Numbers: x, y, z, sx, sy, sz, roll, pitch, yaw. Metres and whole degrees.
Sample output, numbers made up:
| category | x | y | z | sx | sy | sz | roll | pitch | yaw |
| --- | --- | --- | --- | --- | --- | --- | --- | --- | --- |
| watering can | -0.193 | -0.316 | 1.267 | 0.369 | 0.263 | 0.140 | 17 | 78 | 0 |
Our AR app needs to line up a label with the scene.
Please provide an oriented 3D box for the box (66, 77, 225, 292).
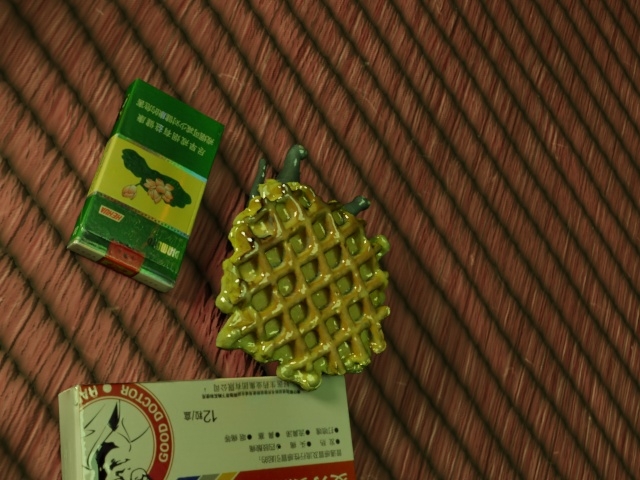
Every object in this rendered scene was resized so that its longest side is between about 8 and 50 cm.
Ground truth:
| category | x | y | z | sx | sy | sz | roll | pitch | yaw |
| --- | --- | --- | --- | --- | --- | --- | --- | --- | --- |
| box | -0.206 | -0.068 | 1.188 | 0.132 | 0.034 | 0.235 | 27 | 61 | -26 |

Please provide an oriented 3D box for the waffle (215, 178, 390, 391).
| category | x | y | z | sx | sy | sz | roll | pitch | yaw |
| --- | --- | --- | --- | --- | --- | --- | --- | --- | --- |
| waffle | -0.015 | 0.057 | 1.188 | 0.238 | 0.058 | 0.243 | 19 | 75 | -32 |

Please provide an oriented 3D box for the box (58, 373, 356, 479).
| category | x | y | z | sx | sy | sz | roll | pitch | yaw |
| --- | --- | --- | --- | --- | --- | --- | --- | --- | --- |
| box | -0.117 | 0.268 | 1.124 | 0.353 | 0.069 | 0.214 | 3 | 73 | -33 |

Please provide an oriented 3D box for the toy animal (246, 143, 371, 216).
| category | x | y | z | sx | sy | sz | roll | pitch | yaw |
| --- | --- | --- | --- | --- | --- | --- | --- | --- | --- |
| toy animal | 0.006 | -0.005 | 1.291 | 0.269 | 0.082 | 0.137 | 47 | 57 | -18 |
